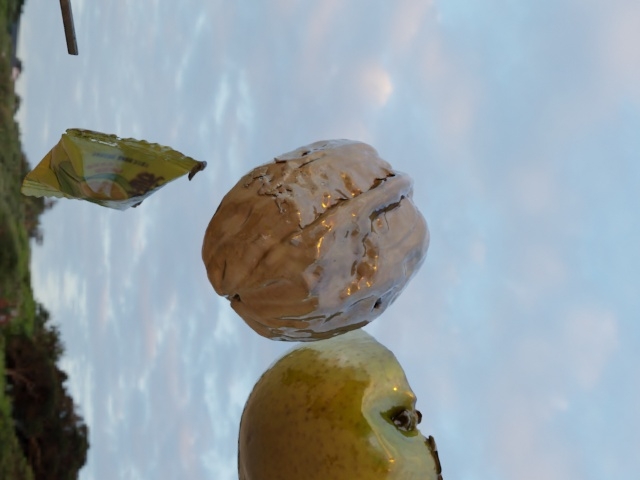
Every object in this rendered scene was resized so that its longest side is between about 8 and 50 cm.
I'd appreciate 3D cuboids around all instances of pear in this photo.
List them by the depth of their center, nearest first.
[{"bbox_3d":[-0.015,0.295,1.072,0.386,0.192,0.340,121,-41,-55],"label":"pear"}]

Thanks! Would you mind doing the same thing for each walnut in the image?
[{"bbox_3d":[0.000,0.000,0.804,0.198,0.245,0.198,32,-40,33],"label":"walnut"}]

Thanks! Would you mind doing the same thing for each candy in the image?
[{"bbox_3d":[-0.292,-0.094,1.099,0.297,0.187,0.081,-20,-118,55],"label":"candy"}]

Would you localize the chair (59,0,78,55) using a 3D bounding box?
[{"bbox_3d":[-0.275,-0.268,0.694,0.095,0.104,0.221,-52,157,-58],"label":"chair"}]
